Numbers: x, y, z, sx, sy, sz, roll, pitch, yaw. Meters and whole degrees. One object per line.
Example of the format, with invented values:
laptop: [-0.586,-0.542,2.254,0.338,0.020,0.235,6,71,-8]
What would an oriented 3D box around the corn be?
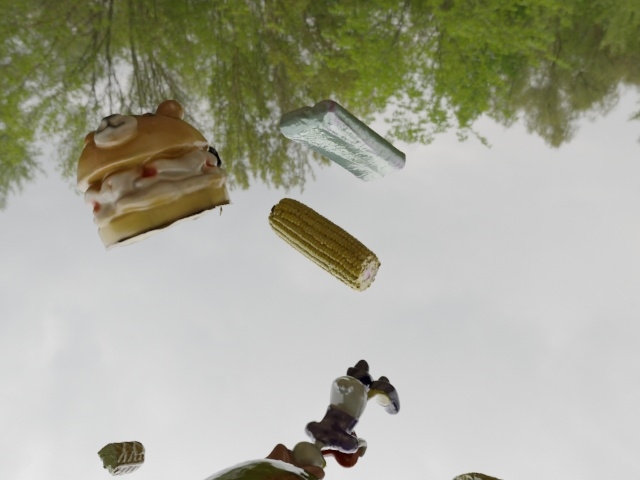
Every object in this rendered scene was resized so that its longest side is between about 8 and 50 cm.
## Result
corn: [0.000,0.000,0.952,0.081,0.081,0.248,-25,-135,-36]

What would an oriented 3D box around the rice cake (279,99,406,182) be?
rice cake: [0.041,-0.129,0.725,0.080,0.042,0.222,-14,162,30]

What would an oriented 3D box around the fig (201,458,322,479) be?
fig: [-0.089,0.471,0.769,0.343,0.343,0.343,3,-146,-2]

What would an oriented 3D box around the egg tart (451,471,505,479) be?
egg tart: [0.413,0.645,1.195,0.315,0.315,0.120,22,-132,24]

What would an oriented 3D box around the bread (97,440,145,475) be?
bread: [-0.395,0.436,1.083,0.060,0.110,0.066,10,-104,20]

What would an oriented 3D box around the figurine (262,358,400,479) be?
figurine: [0.035,0.427,1.235,0.154,0.193,0.421,16,-140,31]

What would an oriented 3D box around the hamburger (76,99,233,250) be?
hamburger: [-0.313,-0.124,0.993,0.276,0.236,0.276,-20,-176,2]
